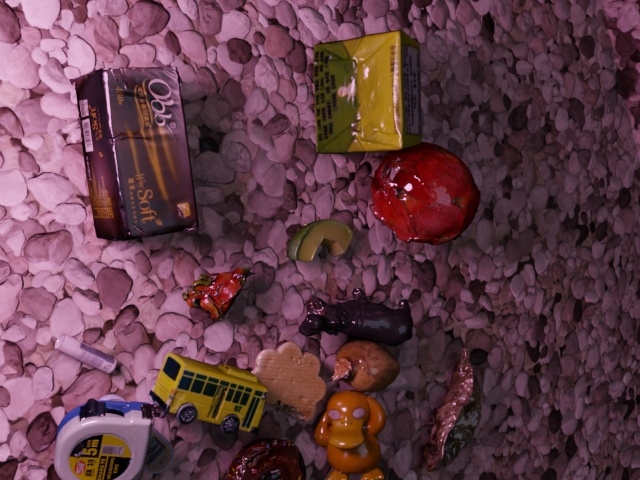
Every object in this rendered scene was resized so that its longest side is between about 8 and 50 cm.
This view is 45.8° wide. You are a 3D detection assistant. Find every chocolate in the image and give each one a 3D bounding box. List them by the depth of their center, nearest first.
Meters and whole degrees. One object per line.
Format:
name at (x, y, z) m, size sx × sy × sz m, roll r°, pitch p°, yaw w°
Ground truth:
chocolate at (0.128, -0.380, 1.994) m, size 0.137 × 0.289 × 0.301 m, roll -8°, pitch 98°, yaw -48°

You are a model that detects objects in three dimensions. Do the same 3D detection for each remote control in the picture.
remote control at (-0.435, 0.450, 1.761) m, size 0.087 × 0.047 × 0.244 m, roll -48°, pitch 118°, yaw -22°

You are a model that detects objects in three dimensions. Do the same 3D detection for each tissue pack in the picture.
tissue pack at (-0.407, -0.194, 1.650) m, size 0.198 × 0.210 × 0.370 m, roll -11°, pitch 101°, yaw -30°

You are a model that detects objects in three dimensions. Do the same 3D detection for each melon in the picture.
melon at (0.000, 0.000, 2.055) m, size 0.209 × 0.064 × 0.118 m, roll 2°, pitch 91°, yaw -39°

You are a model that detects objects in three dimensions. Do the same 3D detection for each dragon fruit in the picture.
dragon fruit at (-0.244, 0.124, 1.842) m, size 0.175 × 0.142 × 0.138 m, roll 8°, pitch 123°, yaw -17°
dragon fruit at (0.289, -0.132, 2.133) m, size 0.301 × 0.295 × 0.295 m, roll 22°, pitch 80°, yaw -21°

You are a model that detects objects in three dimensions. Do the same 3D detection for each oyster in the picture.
oyster at (0.431, 0.553, 2.403) m, size 0.204 × 0.111 × 0.396 m, roll 42°, pitch 67°, yaw -50°

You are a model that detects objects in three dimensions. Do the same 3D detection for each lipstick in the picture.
lipstick at (-0.520, 0.253, 1.689) m, size 0.141 × 0.040 × 0.040 m, roll 35°, pitch 72°, yaw -33°

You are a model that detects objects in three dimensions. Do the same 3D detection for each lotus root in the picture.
lotus root at (0.132, 0.347, 2.124) m, size 0.257 × 0.154 × 0.140 m, roll 13°, pitch 108°, yaw -54°

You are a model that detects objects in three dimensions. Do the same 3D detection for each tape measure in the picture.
tape measure at (-0.484, 0.512, 1.683) m, size 0.215 × 0.098 × 0.351 m, roll 8°, pitch 109°, yaw -18°

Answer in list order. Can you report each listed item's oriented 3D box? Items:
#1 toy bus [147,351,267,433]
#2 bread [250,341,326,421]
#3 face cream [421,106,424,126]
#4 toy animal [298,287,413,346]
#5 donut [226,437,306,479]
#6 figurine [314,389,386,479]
toy bus at (-0.260, 0.369, 1.825) m, size 0.262 × 0.128 × 0.150 m, roll 23°, pitch 86°, yaw -33°
bread at (-0.084, 0.370, 2.026) m, size 0.251 × 0.039 × 0.182 m, roll 34°, pitch 71°, yaw -32°
face cream at (0.231, -0.355, 2.178) m, size 0.117 × 0.104 × 0.117 m, roll -3°, pitch 95°, yaw -38°
toy animal at (0.090, 0.211, 2.072) m, size 0.343 × 0.168 × 0.106 m, roll 6°, pitch 123°, yaw -21°
donut at (-0.143, 0.613, 1.962) m, size 0.216 × 0.096 × 0.230 m, roll -49°, pitch 119°, yaw -27°
figurine at (0.086, 0.542, 2.096) m, size 0.215 × 0.215 × 0.228 m, roll -35°, pitch 130°, yaw -30°
